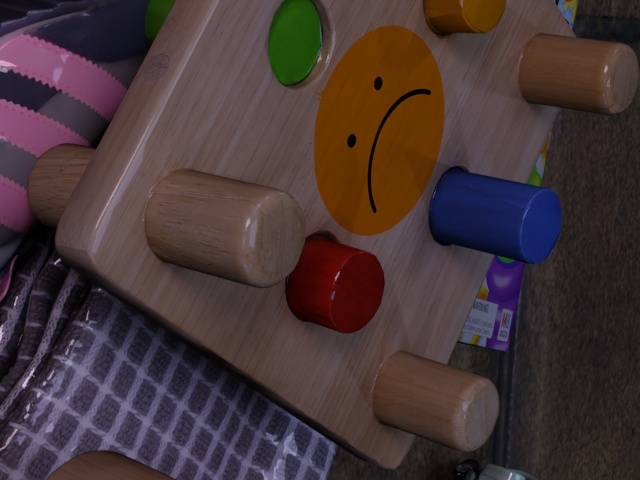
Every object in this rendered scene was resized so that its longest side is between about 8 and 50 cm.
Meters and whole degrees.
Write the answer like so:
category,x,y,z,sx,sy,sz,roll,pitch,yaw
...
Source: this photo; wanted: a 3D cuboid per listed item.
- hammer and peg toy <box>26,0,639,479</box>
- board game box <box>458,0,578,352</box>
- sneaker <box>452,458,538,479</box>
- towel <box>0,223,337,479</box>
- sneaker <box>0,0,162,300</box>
category,x,y,z,sx,sy,sz,roll,pitch,yaw
hammer and peg toy,0.000,0.000,0.593,0.266,0.127,0.361,40,70,-49
board game box,0.055,-0.083,0.833,0.142,0.144,0.275,17,84,-56
sneaker,0.101,0.249,1.016,0.256,0.094,0.151,-13,114,-64
towel,-0.117,0.142,0.657,0.235,0.121,0.283,49,58,-47
sneaker,-0.151,-0.043,0.591,0.319,0.112,0.131,-40,135,-36
